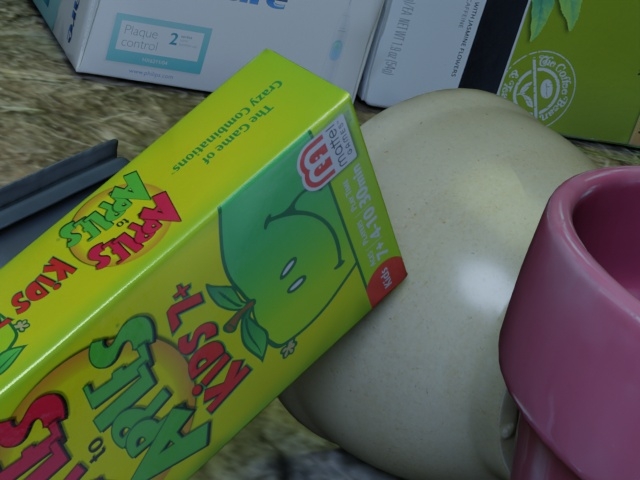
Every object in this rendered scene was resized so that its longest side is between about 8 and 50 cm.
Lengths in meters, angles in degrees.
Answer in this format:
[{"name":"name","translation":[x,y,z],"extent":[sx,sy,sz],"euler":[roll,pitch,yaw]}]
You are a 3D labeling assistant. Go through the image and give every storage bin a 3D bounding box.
[{"name":"storage bin","translation":[-0.105,0.034,0.583],"extent":[0.091,0.098,0.135],"euler":[48,26,4]}]

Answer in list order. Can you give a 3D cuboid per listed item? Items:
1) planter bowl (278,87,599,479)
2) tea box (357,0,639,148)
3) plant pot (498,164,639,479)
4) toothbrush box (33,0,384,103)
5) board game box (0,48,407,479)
[{"name":"planter bowl","translation":[0.071,0.034,0.582],"extent":[0.162,0.162,0.109],"euler":[-1,23,-37]},{"name":"tea box","translation":[0.150,-0.248,1.262],"extent":[0.324,0.220,0.329],"euler":[6,24,-23]},{"name":"plant pot","translation":[0.138,0.096,0.462],"extent":[0.201,0.180,0.201],"euler":[14,22,-6]},{"name":"toothbrush box","translation":[-0.105,-0.219,1.137],"extent":[0.216,0.126,0.295],"euler":[6,23,-27]},{"name":"board game box","translation":[-0.057,0.032,0.474],"extent":[0.181,0.092,0.043],"euler":[-42,51,-19]}]
